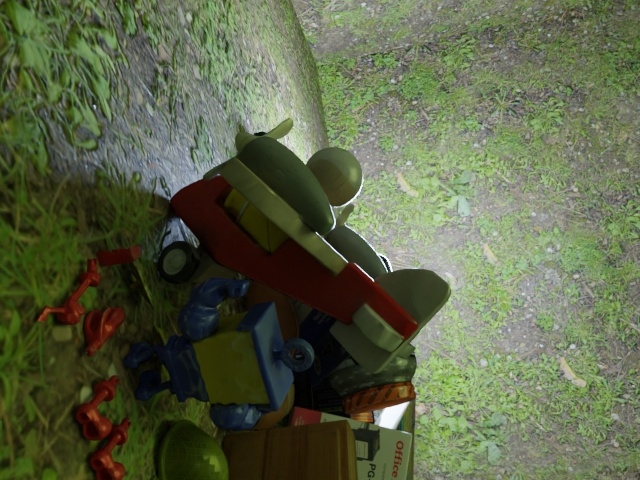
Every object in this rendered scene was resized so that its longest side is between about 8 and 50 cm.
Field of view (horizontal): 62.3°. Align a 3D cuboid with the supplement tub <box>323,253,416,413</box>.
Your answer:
[{"bbox_3d":[0.093,0.200,1.147,0.193,0.194,0.316,61,16,-65],"label":"supplement tub"}]

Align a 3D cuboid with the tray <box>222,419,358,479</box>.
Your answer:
[{"bbox_3d":[-0.047,0.454,0.699,0.411,0.203,0.076,-91,167,-46],"label":"tray"}]

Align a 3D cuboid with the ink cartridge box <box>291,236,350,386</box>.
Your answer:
[{"bbox_3d":[-0.034,0.111,1.100,0.324,0.071,0.330,120,-37,-57],"label":"ink cartridge box"}]

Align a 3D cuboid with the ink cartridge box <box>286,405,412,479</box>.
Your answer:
[{"bbox_3d":[0.042,0.431,1.016,0.100,0.237,0.172,113,-10,-69],"label":"ink cartridge box"}]

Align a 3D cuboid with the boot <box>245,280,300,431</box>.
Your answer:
[{"bbox_3d":[-0.119,0.192,0.940,0.220,0.109,0.283,39,49,-71],"label":"boot"}]

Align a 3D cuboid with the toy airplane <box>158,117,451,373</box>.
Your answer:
[{"bbox_3d":[0.000,0.000,0.727,0.272,0.384,0.386,-66,-160,-10],"label":"toy airplane"}]

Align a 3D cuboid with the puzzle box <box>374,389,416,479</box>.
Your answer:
[{"bbox_3d":[0.171,0.590,1.249,0.272,0.052,0.409,-20,111,-67],"label":"puzzle box"}]

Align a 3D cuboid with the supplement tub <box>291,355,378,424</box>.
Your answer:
[{"bbox_3d":[0.029,0.370,1.270,0.207,0.207,0.338,64,19,-61],"label":"supplement tub"}]

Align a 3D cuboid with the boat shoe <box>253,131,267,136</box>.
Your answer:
[{"bbox_3d":[-0.113,-0.147,1.328,0.109,0.089,0.258,-14,95,-81],"label":"boat shoe"}]

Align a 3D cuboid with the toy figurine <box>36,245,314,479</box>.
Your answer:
[{"bbox_3d":[-0.109,0.172,0.582,0.191,0.217,0.362,-69,148,-73],"label":"toy figurine"}]
